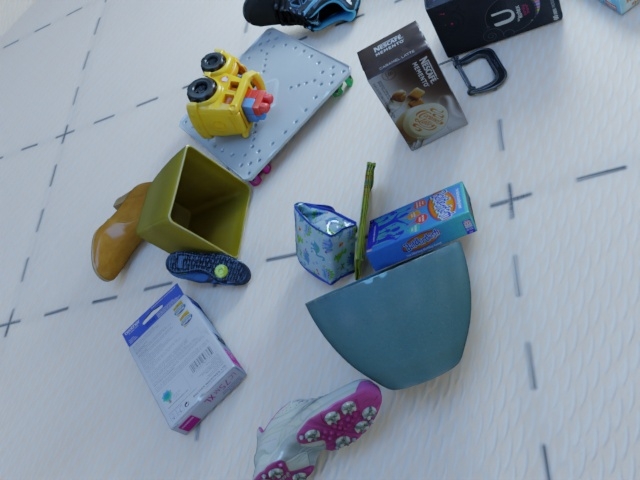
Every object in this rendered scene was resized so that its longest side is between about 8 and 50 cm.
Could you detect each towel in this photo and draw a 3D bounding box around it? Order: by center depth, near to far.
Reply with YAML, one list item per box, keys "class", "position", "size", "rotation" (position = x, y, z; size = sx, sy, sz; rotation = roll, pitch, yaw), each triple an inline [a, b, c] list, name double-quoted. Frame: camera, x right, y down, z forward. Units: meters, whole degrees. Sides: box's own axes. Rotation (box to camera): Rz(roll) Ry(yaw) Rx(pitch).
- class: "towel"
  position: [0.094, -0.042, 1.415]
  size: [0.021, 0.102, 0.237]
  rotation: [5, 62, 7]

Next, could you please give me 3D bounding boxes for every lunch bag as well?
- class: "lunch bag"
  position: [0.000, 0.000, 1.411]
  size: [0.096, 0.128, 0.151]
  rotation: [-26, 39, -37]

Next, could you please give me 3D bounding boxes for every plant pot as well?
- class: "plant pot"
  position: [0.143, 0.143, 1.174]
  size: [0.290, 0.290, 0.195]
  rotation: [-24, 86, 17]
- class: "plant pot"
  position: [-0.320, -0.067, 1.624]
  size: [0.187, 0.212, 0.212]
  rotation: [-17, 53, 37]

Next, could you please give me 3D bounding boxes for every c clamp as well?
- class: "c clamp"
  position: [0.344, -0.380, 1.530]
  size: [0.137, 0.022, 0.160]
  rotation: [-28, 48, 7]

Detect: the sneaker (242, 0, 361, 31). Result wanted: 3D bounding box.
- class: "sneaker"
  position: [-0.056, -0.644, 1.850]
  size: [0.341, 0.125, 0.139]
  rotation: [-9, 60, 15]

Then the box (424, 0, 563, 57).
- class: "box"
  position: [0.384, -0.554, 1.518]
  size: [0.270, 0.165, 0.143]
  rotation: [-15, 54, 24]

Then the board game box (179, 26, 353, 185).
- class: "board game box"
  position: [-0.152, -0.368, 1.806]
  size: [0.390, 0.050, 0.390]
  rotation: [-47, 49, -4]

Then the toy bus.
- class: "toy bus"
  position: [-0.211, -0.374, 1.728]
  size: [0.211, 0.149, 0.220]
  rotation: [6, 61, 19]

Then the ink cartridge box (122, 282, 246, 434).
- class: "ink cartridge box"
  position: [-0.309, 0.252, 1.494]
  size: [0.186, 0.065, 0.311]
  rotation: [-44, 50, -1]

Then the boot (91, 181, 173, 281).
- class: "boot"
  position: [-0.473, -0.044, 1.751]
  size: [0.211, 0.104, 0.295]
  rotation: [-19, 46, 28]

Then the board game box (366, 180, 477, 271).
- class: "board game box"
  position: [0.196, -0.030, 1.327]
  size: [0.210, 0.047, 0.160]
  rotation: [-23, 20, 16]

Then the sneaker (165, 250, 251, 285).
- class: "sneaker"
  position: [-0.255, 0.069, 1.580]
  size: [0.209, 0.082, 0.069]
  rotation: [8, 74, 13]

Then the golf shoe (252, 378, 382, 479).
- class: "golf shoe"
  position: [-0.020, 0.324, 1.211]
  size: [0.306, 0.115, 0.140]
  rotation: [-43, 35, 20]

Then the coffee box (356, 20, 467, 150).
- class: "coffee box"
  position: [0.198, -0.321, 1.427]
  size: [0.141, 0.246, 0.098]
  rotation: [-25, 51, 15]

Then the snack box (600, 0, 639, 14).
- class: "snack box"
  position: [0.633, -0.644, 1.493]
  size: [0.187, 0.060, 0.322]
  rotation: [-37, 49, 7]
